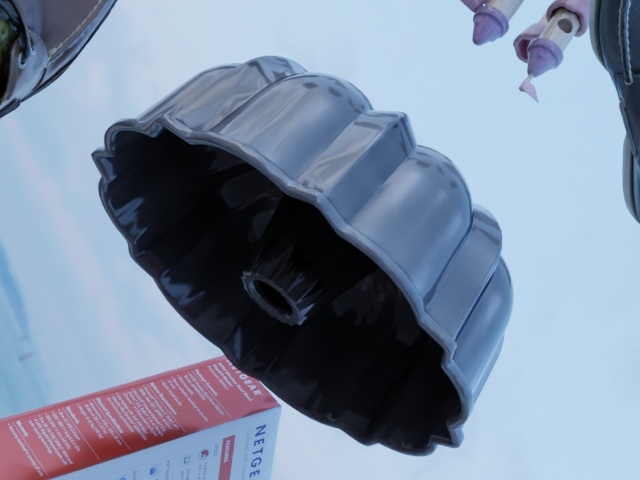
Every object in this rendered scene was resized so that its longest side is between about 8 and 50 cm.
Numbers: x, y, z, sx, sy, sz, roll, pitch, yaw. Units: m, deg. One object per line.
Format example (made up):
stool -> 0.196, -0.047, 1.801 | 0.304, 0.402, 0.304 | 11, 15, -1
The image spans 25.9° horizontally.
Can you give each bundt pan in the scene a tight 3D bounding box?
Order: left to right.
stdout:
bundt pan -> 0.000, 0.000, 0.999 | 0.331, 0.124, 0.331 | 31, -27, 18

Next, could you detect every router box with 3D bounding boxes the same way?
router box -> -0.197, 0.284, 1.185 | 0.082, 0.301, 0.335 | 43, -45, 41

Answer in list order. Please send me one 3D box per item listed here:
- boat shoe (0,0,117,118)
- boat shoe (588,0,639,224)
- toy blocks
boat shoe -> -0.223, -0.121, 0.898 | 0.110, 0.307, 0.104 | 52, -25, -21
boat shoe -> 0.298, -0.116, 1.141 | 0.099, 0.116, 0.319 | -116, -172, -52
toy blocks -> 0.275, -0.381, 1.982 | 0.288, 0.260, 0.309 | 41, -27, -6
